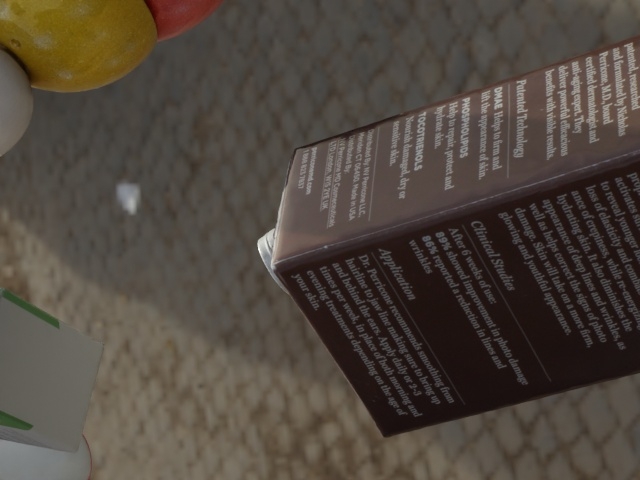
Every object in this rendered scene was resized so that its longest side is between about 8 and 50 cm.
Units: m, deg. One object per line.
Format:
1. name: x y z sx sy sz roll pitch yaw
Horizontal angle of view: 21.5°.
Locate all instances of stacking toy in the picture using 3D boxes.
1. stacking toy: -0.229 -0.263 1.601 0.480 0.350 0.350 -57 19 -24

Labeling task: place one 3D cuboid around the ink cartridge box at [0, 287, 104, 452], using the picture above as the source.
1. ink cartridge box: -0.295 0.085 1.259 0.212 0.154 0.093 5 73 25

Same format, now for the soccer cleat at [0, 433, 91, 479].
1. soccer cleat: -0.369 0.264 1.589 0.331 0.143 0.116 -24 87 21

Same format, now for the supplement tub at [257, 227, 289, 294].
1. supplement tub: 0.000 0.000 1.670 0.107 0.071 0.071 -33 57 12

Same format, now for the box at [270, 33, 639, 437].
1. box: 0.178 -0.013 1.150 0.191 0.381 0.143 58 -153 -35
